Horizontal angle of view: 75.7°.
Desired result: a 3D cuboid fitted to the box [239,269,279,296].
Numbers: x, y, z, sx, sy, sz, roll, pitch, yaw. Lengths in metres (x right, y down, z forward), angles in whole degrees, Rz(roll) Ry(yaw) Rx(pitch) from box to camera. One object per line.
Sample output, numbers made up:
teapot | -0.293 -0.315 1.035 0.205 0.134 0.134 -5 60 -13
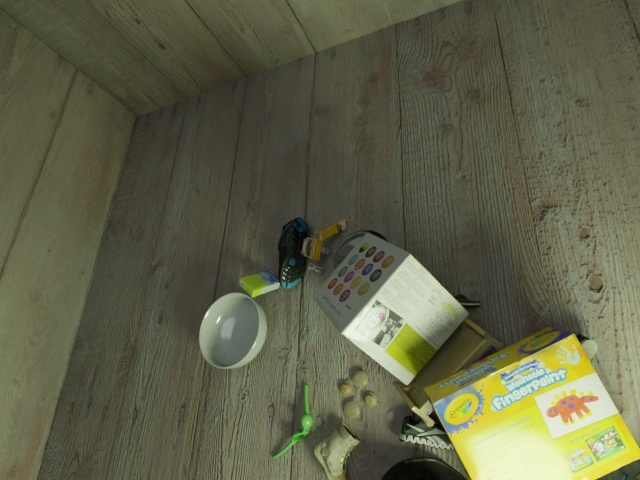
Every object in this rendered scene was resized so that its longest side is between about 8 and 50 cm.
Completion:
box | -0.277 0.199 1.941 0.109 0.178 0.042 36 124 34

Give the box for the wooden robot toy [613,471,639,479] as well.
wooden robot toy | 0.847 0.706 1.158 0.173 0.079 0.076 -27 58 14

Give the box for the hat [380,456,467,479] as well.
hat | 0.336 0.812 1.261 0.331 0.134 0.331 -2 47 2

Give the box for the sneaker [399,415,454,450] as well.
sneaker | 0.387 0.655 1.419 0.234 0.078 0.106 -3 69 28

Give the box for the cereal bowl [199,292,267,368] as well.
cereal bowl | -0.381 0.418 1.886 0.339 0.141 0.339 -11 63 22

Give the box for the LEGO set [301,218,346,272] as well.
LEGO set | 0.000 0.000 1.904 0.107 0.132 0.287 10 68 55

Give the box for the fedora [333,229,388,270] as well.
fedora | 0.157 0.053 1.788 0.275 0.124 0.244 -16 61 20

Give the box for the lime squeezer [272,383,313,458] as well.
lime squeezer | -0.093 0.740 1.641 0.110 0.059 0.310 18 77 32

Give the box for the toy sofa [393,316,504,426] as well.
toy sofa | 0.442 0.444 1.398 0.362 0.177 0.150 -47 23 0

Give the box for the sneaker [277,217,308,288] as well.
sneaker | -0.142 0.065 1.963 0.139 0.125 0.341 -13 61 52

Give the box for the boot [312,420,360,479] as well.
boot | 0.088 0.797 1.510 0.165 0.077 0.213 -44 53 0

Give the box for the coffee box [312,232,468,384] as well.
coffee box | 0.236 0.224 1.465 0.334 0.338 0.337 -49 22 -2

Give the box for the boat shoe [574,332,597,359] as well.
boat shoe | 0.788 0.402 1.345 0.233 0.084 0.079 -50 17 7

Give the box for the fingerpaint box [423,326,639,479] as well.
fingerpaint box | 0.594 0.522 1.203 0.444 0.163 0.371 -28 84 2

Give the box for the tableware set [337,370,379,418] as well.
tableware set | 0.142 0.600 1.607 0.141 0.020 0.169 -30 58 15

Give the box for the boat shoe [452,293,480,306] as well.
boat shoe | 0.526 0.225 1.560 0.152 0.056 0.049 0 73 27
